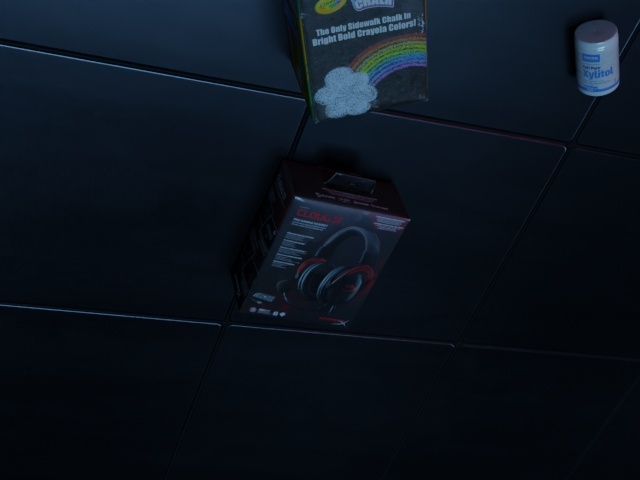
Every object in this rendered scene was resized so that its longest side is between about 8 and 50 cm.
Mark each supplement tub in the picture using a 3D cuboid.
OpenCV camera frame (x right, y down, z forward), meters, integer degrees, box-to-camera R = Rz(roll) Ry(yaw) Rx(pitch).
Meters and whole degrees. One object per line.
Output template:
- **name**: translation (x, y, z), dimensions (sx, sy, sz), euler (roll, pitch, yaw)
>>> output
- **supplement tub**: translation (0.450, -0.296, 1.697), dimensions (0.071, 0.071, 0.107), euler (-19, 133, -1)

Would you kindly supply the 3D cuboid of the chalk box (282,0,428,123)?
- **chalk box**: translation (0.043, -0.343, 1.460), dimensions (0.180, 0.179, 0.289), euler (-12, 131, -6)

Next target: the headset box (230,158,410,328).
- **headset box**: translation (0.000, 0.000, 1.788), dimensions (0.218, 0.110, 0.293), euler (11, 126, -25)
